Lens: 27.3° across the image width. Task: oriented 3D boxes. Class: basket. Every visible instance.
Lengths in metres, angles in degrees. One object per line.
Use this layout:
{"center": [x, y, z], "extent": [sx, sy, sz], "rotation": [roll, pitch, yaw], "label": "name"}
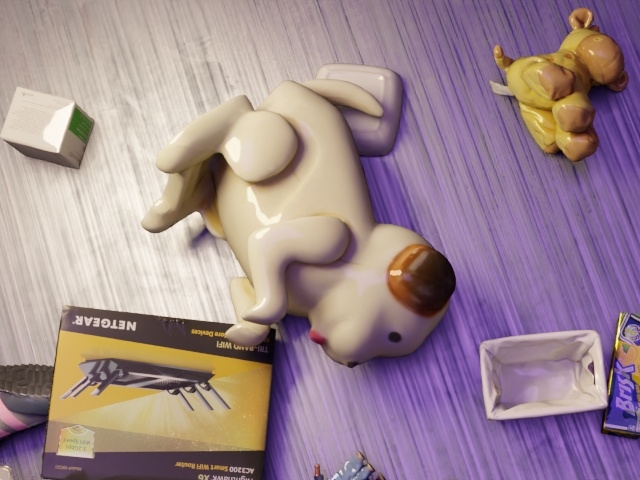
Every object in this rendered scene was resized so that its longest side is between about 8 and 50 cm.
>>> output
{"center": [0.311, 0.193, 1.844], "extent": [0.167, 0.103, 0.113], "rotation": [-6, 77, 7], "label": "basket"}

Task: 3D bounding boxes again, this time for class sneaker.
{"center": [-0.482, 0.261, 1.951], "extent": [0.319, 0.112, 0.131], "rotation": [-2, 108, 1], "label": "sneaker"}

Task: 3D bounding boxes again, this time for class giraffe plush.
{"center": [0.371, -0.239, 1.918], "extent": [0.170, 0.181, 0.210], "rotation": [-33, 41, -11], "label": "giraffe plush"}

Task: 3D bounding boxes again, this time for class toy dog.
{"center": [0.000, 0.000, 1.854], "extent": [0.395, 0.284, 0.408], "rotation": [-36, 80, -34], "label": "toy dog"}

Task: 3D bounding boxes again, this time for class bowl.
{"center": [0.050, -0.204, 1.990], "extent": [0.142, 0.053, 0.142], "rotation": [7, 77, 8], "label": "bowl"}

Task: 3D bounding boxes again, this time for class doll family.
{"center": [0.060, 0.390, 1.854], "extent": [0.111, 0.076, 0.193], "rotation": [-40, 71, 2], "label": "doll family"}

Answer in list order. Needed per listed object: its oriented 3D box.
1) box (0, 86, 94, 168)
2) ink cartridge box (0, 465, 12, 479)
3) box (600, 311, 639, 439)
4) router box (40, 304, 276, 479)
{"center": [-0.418, -0.172, 2.019], "extent": [0.102, 0.101, 0.087], "rotation": [16, 81, 11], "label": "box"}
{"center": [-0.532, 0.495, 1.877], "extent": [0.272, 0.130, 0.309], "rotation": [-11, 77, 4], "label": "ink cartridge box"}
{"center": [0.432, 0.190, 1.845], "extent": [0.054, 0.059, 0.168], "rotation": [9, 75, 10], "label": "box"}
{"center": [-0.229, 0.231, 1.873], "extent": [0.309, 0.081, 0.242], "rotation": [6, 78, -10], "label": "router box"}
